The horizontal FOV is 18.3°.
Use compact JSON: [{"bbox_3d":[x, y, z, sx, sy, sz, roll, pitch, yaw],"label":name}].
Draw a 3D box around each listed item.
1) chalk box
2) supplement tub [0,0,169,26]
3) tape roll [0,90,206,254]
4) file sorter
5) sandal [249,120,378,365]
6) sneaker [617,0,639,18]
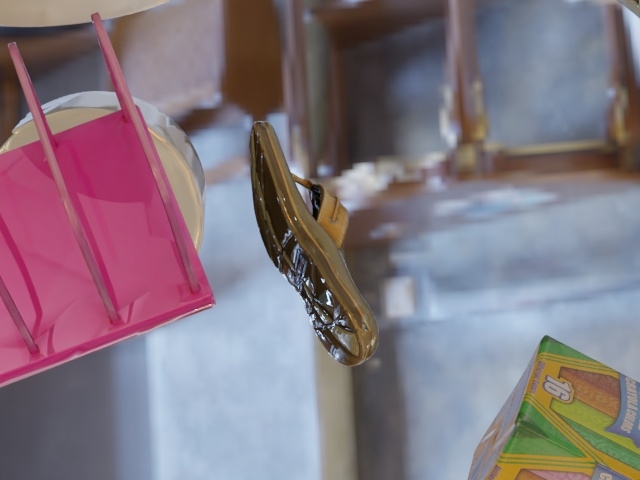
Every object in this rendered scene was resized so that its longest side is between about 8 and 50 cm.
[{"bbox_3d":[0.227,0.196,1.502,0.213,0.132,0.132,26,-149,0],"label":"chalk box"},{"bbox_3d":[-0.216,-0.353,1.582,0.235,0.325,0.235,-5,-158,2],"label":"supplement tub"},{"bbox_3d":[-0.247,-0.035,2.168,0.246,0.246,0.169,-3,-170,-1],"label":"tape roll"},{"bbox_3d":[-0.260,-0.022,1.520,0.290,0.202,0.182,-21,148,-5],"label":"file sorter"},{"bbox_3d":[0.000,0.000,1.283,0.049,0.180,0.072,-18,151,-22],"label":"sandal"},{"bbox_3d":[0.323,-0.241,1.868,0.262,0.121,0.099,10,142,-41],"label":"sneaker"}]
